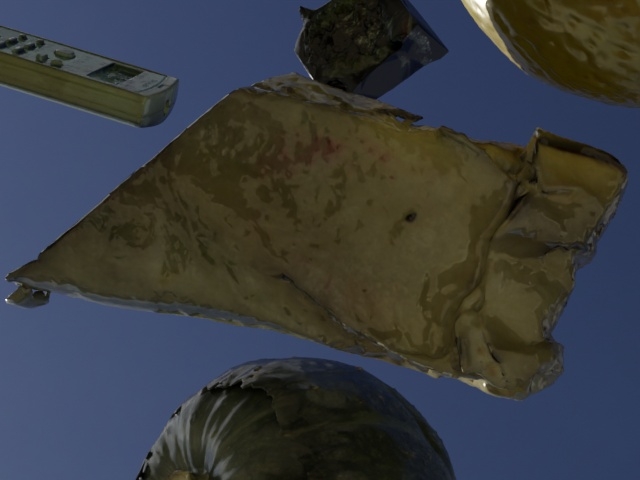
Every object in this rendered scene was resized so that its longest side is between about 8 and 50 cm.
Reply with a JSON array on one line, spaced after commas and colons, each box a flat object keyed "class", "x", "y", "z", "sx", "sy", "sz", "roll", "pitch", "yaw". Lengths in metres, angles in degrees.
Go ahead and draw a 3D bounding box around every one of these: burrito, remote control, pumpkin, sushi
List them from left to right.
[{"class": "remote control", "x": -0.239, "y": -0.148, "z": 1.309, "sx": 0.233, "sy": 0.098, "sz": 0.038, "roll": 18, "pitch": -70, "yaw": 8}, {"class": "pumpkin", "x": -0.029, "y": 0.260, "z": 1.271, "sx": 0.291, "sy": 0.257, "sz": 0.328, "roll": -31, "pitch": -137, "yaw": 36}, {"class": "burrito", "x": 0.001, "y": -0.012, "z": 0.917, "sx": 0.347, "sy": 0.107, "sz": 0.175, "roll": 10, "pitch": -109, "yaw": 4}, {"class": "sushi", "x": 0.028, "y": -0.143, "z": 1.083, "sx": 0.083, "sy": 0.056, "sz": 0.085, "roll": -42, "pitch": -120, "yaw": 13}]

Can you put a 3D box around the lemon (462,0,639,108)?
[{"class": "lemon", "x": 0.193, "y": -0.193, "z": 0.842, "sx": 0.267, "sy": 0.267, "sz": 0.267, "roll": -1, "pitch": -93, "yaw": 21}]
